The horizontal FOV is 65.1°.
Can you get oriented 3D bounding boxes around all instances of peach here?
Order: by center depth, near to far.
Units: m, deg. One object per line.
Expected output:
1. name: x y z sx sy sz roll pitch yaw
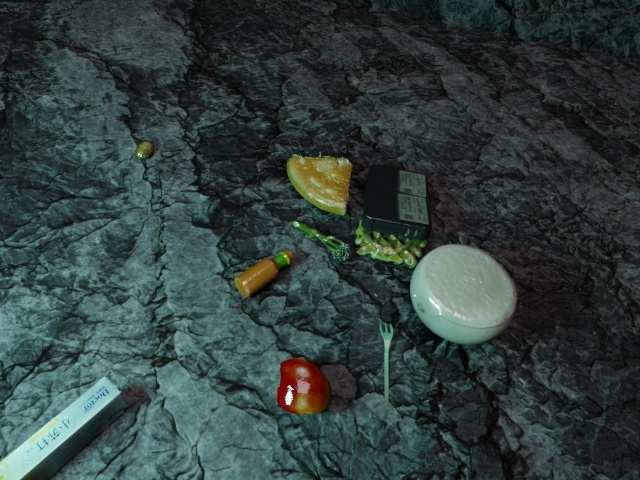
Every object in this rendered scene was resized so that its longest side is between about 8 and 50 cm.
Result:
1. peach: -0.038 0.348 1.198 0.151 0.151 0.118 13 94 3

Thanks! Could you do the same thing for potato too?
1. potato: -0.600 -0.305 1.707 0.051 0.040 0.083 34 44 -9

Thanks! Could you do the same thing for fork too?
1. fork: 0.175 0.311 1.308 0.039 0.021 0.235 5 49 0

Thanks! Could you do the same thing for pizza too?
1. pizza: 0.022 -0.202 1.678 0.229 0.081 0.289 -38 65 -25

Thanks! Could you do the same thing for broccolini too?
1. broccolini: 0.001 0.001 1.538 0.216 0.058 0.067 26 16 23

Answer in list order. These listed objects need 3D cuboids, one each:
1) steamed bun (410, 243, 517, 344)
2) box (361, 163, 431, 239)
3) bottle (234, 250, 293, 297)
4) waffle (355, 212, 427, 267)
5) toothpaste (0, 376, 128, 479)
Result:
1. steamed bun: 0.377 0.156 1.363 0.283 0.177 0.282 4 54 -5
2. box: 0.247 -0.131 1.621 0.212 0.058 0.350 12 36 1
3. bottle: -0.153 0.087 1.424 0.187 0.069 0.069 -33 61 -32
4. waffle: 0.225 -0.020 1.571 0.224 0.054 0.204 14 49 5
5. toothpaste: -0.560 0.433 1.063 0.071 0.089 0.313 32 53 24
